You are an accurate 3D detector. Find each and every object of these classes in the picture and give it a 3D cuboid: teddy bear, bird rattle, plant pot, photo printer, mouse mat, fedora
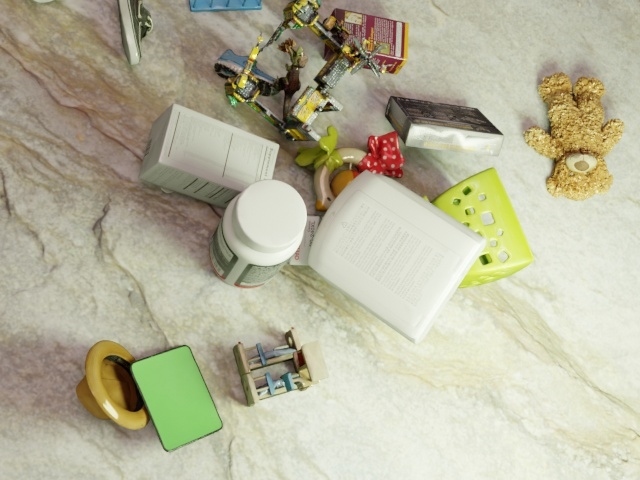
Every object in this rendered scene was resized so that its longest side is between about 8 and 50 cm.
[{"bbox_3d":[0.631,-0.269,2.132,0.245,0.113,0.337,23,68,-6],"label":"teddy bear"},{"bbox_3d":[0.070,-0.148,1.952,0.254,0.143,0.206,8,82,-27],"label":"bird rattle"},{"bbox_3d":[0.297,-0.003,1.894,0.207,0.228,0.227,-18,80,-15],"label":"plant pot"},{"bbox_3d":[0.140,0.022,1.759,0.308,0.107,0.256,34,97,17],"label":"photo printer"},{"bbox_3d":[-0.282,0.307,1.704,0.153,0.007,0.189,-14,74,-47],"label":"mouse mat"},{"bbox_3d":[-0.401,0.285,1.647,0.079,0.194,0.194,-27,80,15],"label":"fedora"}]

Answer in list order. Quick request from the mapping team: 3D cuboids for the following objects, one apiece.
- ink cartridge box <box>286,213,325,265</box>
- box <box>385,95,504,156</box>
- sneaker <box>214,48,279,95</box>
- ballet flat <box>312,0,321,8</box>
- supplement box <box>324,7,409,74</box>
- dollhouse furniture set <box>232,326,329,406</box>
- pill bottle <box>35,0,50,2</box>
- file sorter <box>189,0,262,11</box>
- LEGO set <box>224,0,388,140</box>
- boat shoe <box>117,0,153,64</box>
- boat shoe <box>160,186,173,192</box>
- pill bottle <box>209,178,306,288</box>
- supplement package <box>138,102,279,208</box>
[{"bbox_3d":[0.000,0.000,1.870,0.151,0.063,0.109,2,96,-16],"label":"ink cartridge box"},{"bbox_3d":[0.284,-0.264,2.001,0.231,0.056,0.183,5,28,-16],"label":"box"},{"bbox_3d":[-0.156,-0.389,1.971,0.162,0.063,0.073,25,64,-7],"label":"sneaker"},{"bbox_3d":[-0.065,-0.648,2.082,0.077,0.091,0.240,-21,73,10],"label":"ballet flat"},{"bbox_3d":[0.109,-0.473,2.063,0.188,0.081,0.104,8,71,-14],"label":"supplement box"},{"bbox_3d":[-0.083,0.240,1.721,0.129,0.183,0.128,-14,77,-19],"label":"dollhouse furniture set"},{"bbox_3d":[-0.625,-0.617,1.887,0.108,0.108,0.180,-24,81,-21],"label":"pill bottle"},{"bbox_3d":[-0.218,-0.609,2.002,0.170,0.104,0.118,-7,75,-18],"label":"file sorter"},{"bbox_3d":[-0.031,-0.367,1.865,0.331,0.192,0.255,-46,111,-11],"label":"LEGO set"},{"bbox_3d":[-0.409,-0.492,1.924,0.070,0.078,0.219,-5,73,-16],"label":"boat shoe"},{"bbox_3d":[-0.308,-0.151,1.863,0.046,0.038,0.125,34,66,-20],"label":"boat shoe"},{"bbox_3d":[-0.125,-0.012,1.737,0.161,0.283,0.161,5,72,-15],"label":"pill bottle"},{"bbox_3d":[-0.231,-0.164,1.807,0.244,0.134,0.138,20,70,-25],"label":"supplement package"}]
